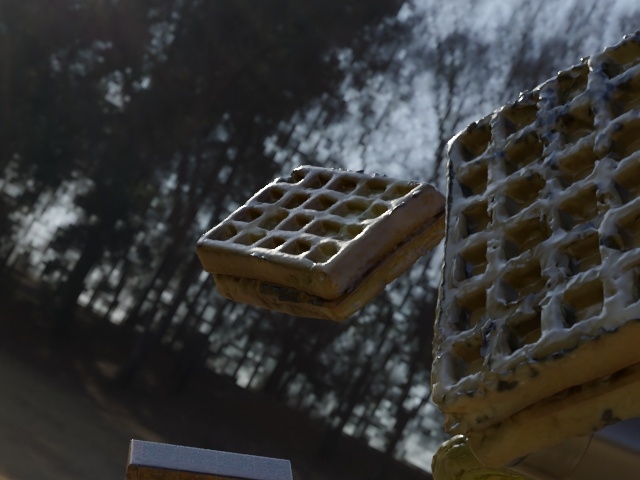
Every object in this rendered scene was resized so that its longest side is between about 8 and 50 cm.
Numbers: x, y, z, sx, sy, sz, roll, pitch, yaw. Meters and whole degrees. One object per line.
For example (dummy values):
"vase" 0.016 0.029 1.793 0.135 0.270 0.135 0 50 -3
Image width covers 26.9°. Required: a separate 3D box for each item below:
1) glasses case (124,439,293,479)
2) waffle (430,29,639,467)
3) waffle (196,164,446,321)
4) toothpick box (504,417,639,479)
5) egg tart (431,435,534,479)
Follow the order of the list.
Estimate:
"glasses case" -0.148 0.315 1.768 0.218 0.049 0.075 9 17 -9
"waffle" 0.224 -0.001 1.159 0.261 0.376 0.114 -30 -58 30
"waffle" 0.000 0.000 1.756 0.328 0.224 0.098 11 -44 54
"toothpick box" 0.260 0.184 1.213 0.181 0.111 0.111 22 -6 -13
"egg tart" 0.310 0.320 1.644 0.345 0.132 0.345 28 -31 19
